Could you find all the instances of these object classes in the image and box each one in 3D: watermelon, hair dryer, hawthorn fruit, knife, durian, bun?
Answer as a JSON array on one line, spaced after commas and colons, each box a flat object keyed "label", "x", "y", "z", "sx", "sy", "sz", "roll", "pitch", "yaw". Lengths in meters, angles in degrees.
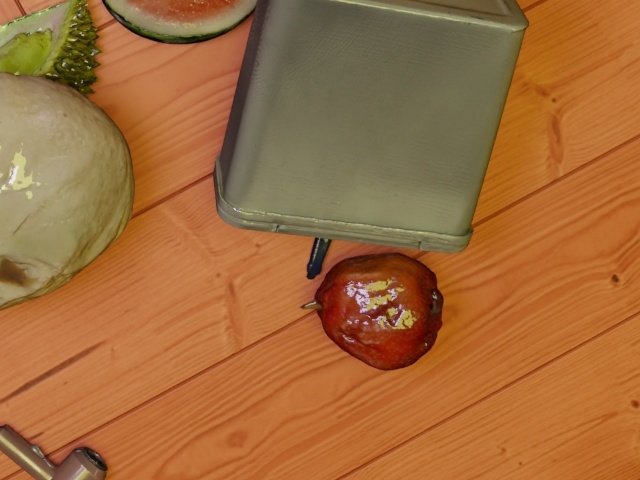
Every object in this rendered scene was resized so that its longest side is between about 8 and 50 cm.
[{"label": "watermelon", "x": -0.182, "y": -0.324, "z": 1.791, "sx": 0.245, "sy": 0.063, "sz": 0.119, "roll": -6, "pitch": 88, "yaw": -10}, {"label": "hair dryer", "x": -0.400, "y": 0.309, "z": 1.863, "sx": 0.182, "sy": 0.064, "sz": 0.117, "roll": 42, "pitch": 89, "yaw": -10}, {"label": "hawthorn fruit", "x": 0.086, "y": 0.094, "z": 1.869, "sx": 0.179, "sy": 0.173, "sz": 0.173, "roll": 37, "pitch": 92, "yaw": -16}, {"label": "knife", "x": 0.000, "y": 0.000, "z": 1.904, "sx": 0.031, "sy": 0.018, "sz": 0.121, "roll": 12, "pitch": 99, "yaw": -20}, {"label": "durian", "x": -0.444, "y": -0.189, "z": 1.751, "sx": 0.352, "sy": 0.158, "sz": 0.169, "roll": -24, "pitch": 70, "yaw": -6}, {"label": "bun", "x": -0.408, "y": -0.031, "z": 1.648, "sx": 0.364, "sy": 0.202, "sz": 0.364, "roll": -9, "pitch": 145, "yaw": -6}]

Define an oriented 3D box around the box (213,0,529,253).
[{"label": "box", "x": 0.062, "y": -0.178, "z": 1.743, "sx": 0.352, "sy": 0.177, "sz": 0.343, "roll": 8, "pitch": 122, "yaw": -12}]
